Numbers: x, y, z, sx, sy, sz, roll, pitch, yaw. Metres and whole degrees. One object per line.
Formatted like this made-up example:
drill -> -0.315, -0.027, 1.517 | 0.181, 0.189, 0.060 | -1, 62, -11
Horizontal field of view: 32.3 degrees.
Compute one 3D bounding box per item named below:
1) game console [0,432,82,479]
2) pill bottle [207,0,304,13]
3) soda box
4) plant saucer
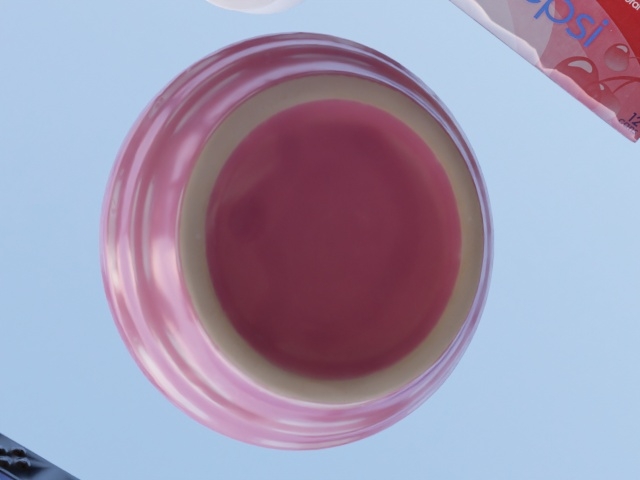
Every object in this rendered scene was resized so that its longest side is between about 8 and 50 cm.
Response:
game console -> -0.359, 0.194, 1.052 | 0.250, 0.173, 0.293 | 27, -160, 11
pill bottle -> -0.069, -0.449, 1.555 | 0.229, 0.229, 0.408 | 39, -156, -7
soda box -> 0.108, -0.177, 0.638 | 0.263, 0.083, 0.092 | 37, -151, -7
plant saucer -> 0.000, 0.000, 0.856 | 0.332, 0.084, 0.332 | 0, -91, -22
